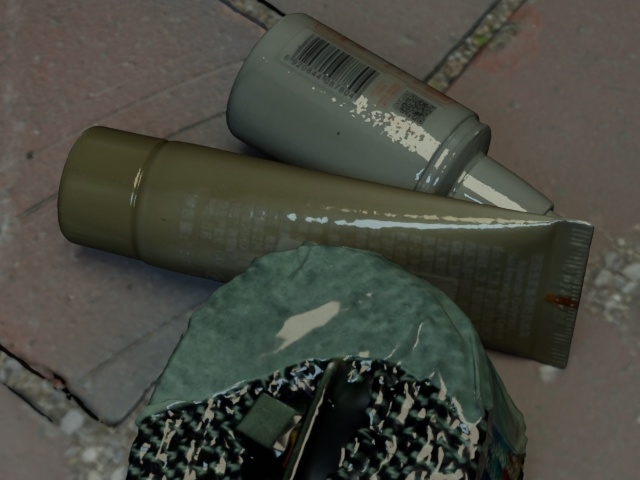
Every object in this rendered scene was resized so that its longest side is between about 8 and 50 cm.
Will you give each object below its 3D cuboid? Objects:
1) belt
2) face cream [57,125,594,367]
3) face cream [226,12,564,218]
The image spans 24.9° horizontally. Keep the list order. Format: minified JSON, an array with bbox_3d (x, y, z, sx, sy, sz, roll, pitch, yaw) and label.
[{"bbox_3d":[0.002,0.134,0.840,0.207,0.150,0.257,13,65,20],"label":"belt"},{"bbox_3d":[0.000,0.000,0.941,0.341,0.137,0.084,13,47,12],"label":"face cream"},{"bbox_3d":[0.063,-0.054,0.977,0.251,0.101,0.101,32,65,15],"label":"face cream"}]
